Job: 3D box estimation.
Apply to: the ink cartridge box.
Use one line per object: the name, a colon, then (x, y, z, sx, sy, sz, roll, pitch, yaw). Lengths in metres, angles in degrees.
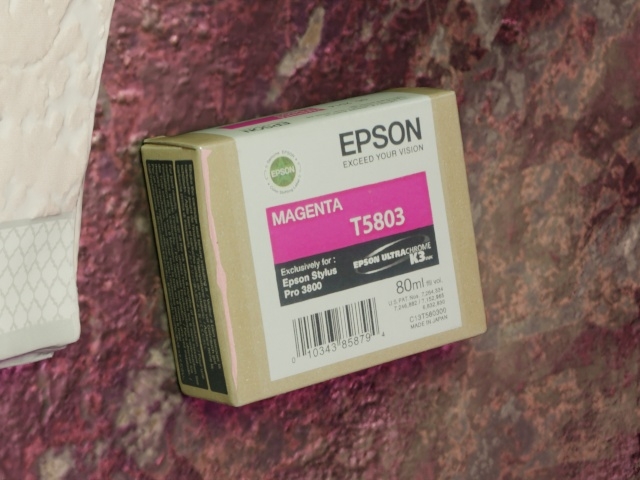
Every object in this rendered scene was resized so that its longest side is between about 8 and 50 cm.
ink cartridge box: (0.000, 0.000, 1.332, 0.234, 0.088, 0.193, -15, 102, -32)

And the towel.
towel: (-0.235, -0.061, 1.068, 0.332, 0.053, 0.317, -13, 112, -62)
